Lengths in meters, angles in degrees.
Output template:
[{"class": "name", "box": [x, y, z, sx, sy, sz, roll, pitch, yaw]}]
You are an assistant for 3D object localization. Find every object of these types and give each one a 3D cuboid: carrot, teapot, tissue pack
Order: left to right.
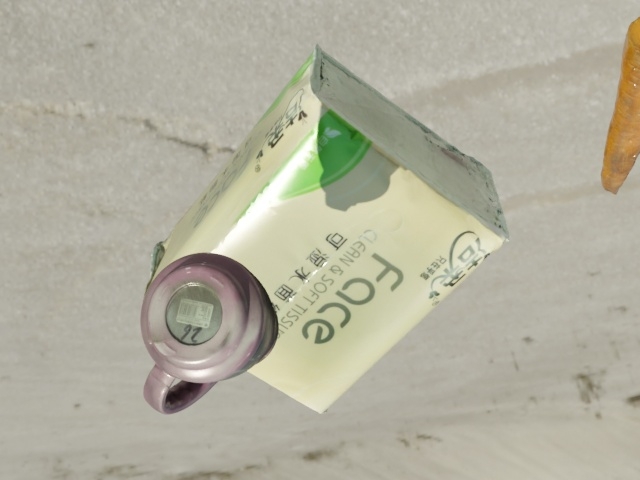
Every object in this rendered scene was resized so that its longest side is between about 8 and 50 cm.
[{"class": "teapot", "box": [-0.094, 0.093, 0.817, 0.116, 0.148, 0.146, 4, 170, 15]}, {"class": "tissue pack", "box": [0.000, 0.000, 1.202, 0.332, 0.205, 0.405, 33, 119, -17]}, {"class": "carrot", "box": [0.304, -0.117, 0.852, 0.057, 0.057, 0.224, -11, 142, -7]}]
